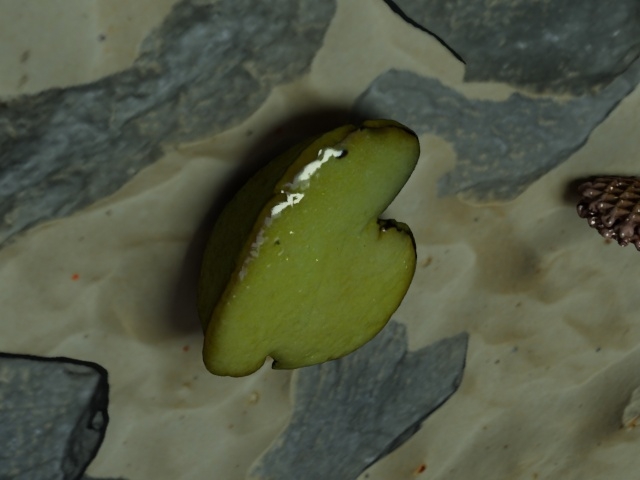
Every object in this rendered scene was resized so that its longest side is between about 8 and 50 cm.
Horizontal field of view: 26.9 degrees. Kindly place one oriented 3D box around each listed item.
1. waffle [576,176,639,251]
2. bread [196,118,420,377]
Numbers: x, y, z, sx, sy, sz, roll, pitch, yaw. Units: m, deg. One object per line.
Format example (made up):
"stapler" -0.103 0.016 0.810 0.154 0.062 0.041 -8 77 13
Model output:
"waffle" 0.208 -0.018 0.881 0.083 0.075 0.029 -5 121 -27
"bread" 0.000 0.000 0.820 0.149 0.065 0.187 9 117 -41
